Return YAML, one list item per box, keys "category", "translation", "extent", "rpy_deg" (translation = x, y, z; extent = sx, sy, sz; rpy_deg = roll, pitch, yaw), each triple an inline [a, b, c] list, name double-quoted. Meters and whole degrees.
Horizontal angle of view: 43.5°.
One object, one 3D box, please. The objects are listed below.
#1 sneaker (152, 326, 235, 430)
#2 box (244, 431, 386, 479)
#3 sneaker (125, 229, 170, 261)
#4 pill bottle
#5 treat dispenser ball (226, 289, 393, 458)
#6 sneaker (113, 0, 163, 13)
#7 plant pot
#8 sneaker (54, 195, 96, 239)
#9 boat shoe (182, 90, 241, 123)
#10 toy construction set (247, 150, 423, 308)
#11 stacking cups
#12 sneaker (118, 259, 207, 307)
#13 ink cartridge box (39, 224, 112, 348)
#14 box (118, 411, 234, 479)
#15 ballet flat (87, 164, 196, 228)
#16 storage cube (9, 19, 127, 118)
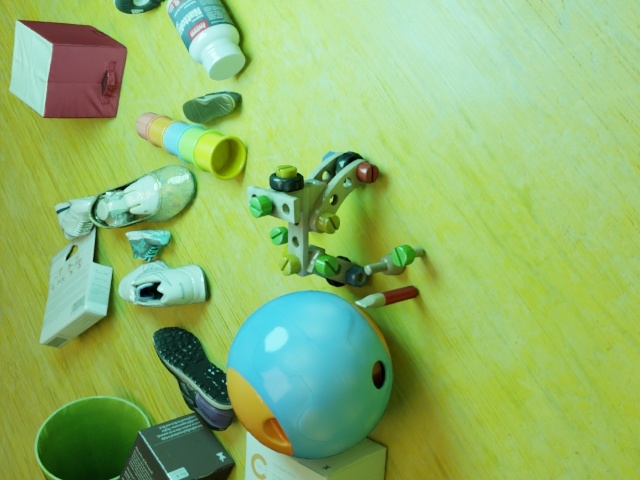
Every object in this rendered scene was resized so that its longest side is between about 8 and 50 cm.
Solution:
- category: "sneaker"
  translation: [-0.296, 0.317, 1.807]
  extent: [0.283, 0.107, 0.124]
  rpy_deg: [41, 130, 32]
- category: "box"
  translation: [-0.018, 0.533, 1.522]
  extent: [0.215, 0.168, 0.345]
  rpy_deg: [17, 109, 42]
- category: "sneaker"
  translation: [-0.399, 0.013, 1.885]
  extent: [0.167, 0.065, 0.076]
  rpy_deg: [2, 100, 54]
- category: "pill bottle"
  translation: [-0.225, -0.416, 1.603]
  extent: [0.108, 0.108, 0.180]
  rpy_deg: [-45, 67, 39]
- category: "treat dispenser ball"
  translation: [-0.018, 0.229, 1.385]
  extent: [0.288, 0.288, 0.288]
  rpy_deg: [9, 104, 43]
- category: "sneaker"
  translation: [-0.366, -0.712, 1.647]
  extent: [0.447, 0.169, 0.257]
  rpy_deg: [-46, 68, 42]
- category: "plant pot"
  translation: [-0.563, 0.595, 2.033]
  extent: [0.275, 0.275, 0.293]
  rpy_deg: [37, 137, 34]
- category: "sneaker"
  translation: [-0.611, -0.061, 2.061]
  extent: [0.235, 0.090, 0.094]
  rpy_deg: [-12, 86, 56]
- category: "boat shoe"
  translation: [-0.225, -0.279, 1.669]
  extent: [0.152, 0.049, 0.056]
  rpy_deg: [1, 117, 40]
- category: "toy construction set"
  translation: [0.000, 0.000, 1.363]
  extent: [0.309, 0.237, 0.257]
  rpy_deg: [46, 126, 29]
- category: "stacking cups"
  translation: [-0.296, -0.213, 1.715]
  extent: [0.316, 0.096, 0.095]
  rpy_deg: [23, 113, 39]
- category: "sneaker"
  translation: [-0.389, 0.105, 1.841]
  extent: [0.297, 0.129, 0.110]
  rpy_deg: [-8, 93, 46]
- category: "ink cartridge box"
  translation: [-0.651, 0.121, 2.147]
  extent: [0.296, 0.066, 0.261]
  rpy_deg: [-31, 50, 43]
- category: "box"
  translation: [-0.334, 0.536, 1.832]
  extent: [0.167, 0.169, 0.203]
  rpy_deg: [46, 126, 30]
- category: "ballet flat"
  translation: [-0.426, -0.091, 1.853]
  extent: [0.349, 0.123, 0.123]
  rpy_deg: [-13, 88, 45]
- category: "storage cube"
  translation: [-0.606, -0.410, 1.919]
  extent: [0.215, 0.193, 0.183]
  rpy_deg: [36, 120, 36]
